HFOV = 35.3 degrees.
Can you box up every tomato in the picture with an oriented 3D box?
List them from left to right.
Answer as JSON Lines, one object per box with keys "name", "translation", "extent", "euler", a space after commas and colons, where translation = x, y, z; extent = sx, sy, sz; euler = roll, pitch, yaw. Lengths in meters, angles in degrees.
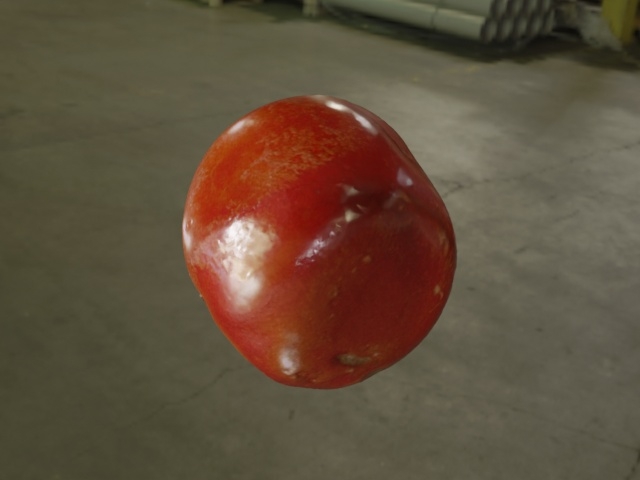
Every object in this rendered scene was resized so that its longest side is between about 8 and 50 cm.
{"name": "tomato", "translation": [0.000, 0.000, 1.169], "extent": [0.325, 0.290, 0.293], "euler": [39, 17, -39]}
